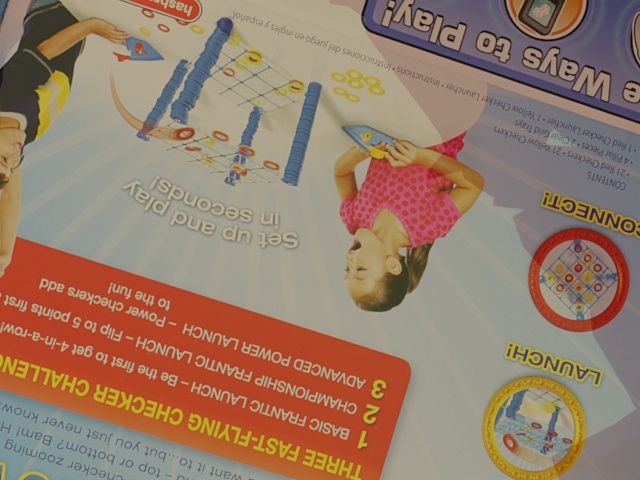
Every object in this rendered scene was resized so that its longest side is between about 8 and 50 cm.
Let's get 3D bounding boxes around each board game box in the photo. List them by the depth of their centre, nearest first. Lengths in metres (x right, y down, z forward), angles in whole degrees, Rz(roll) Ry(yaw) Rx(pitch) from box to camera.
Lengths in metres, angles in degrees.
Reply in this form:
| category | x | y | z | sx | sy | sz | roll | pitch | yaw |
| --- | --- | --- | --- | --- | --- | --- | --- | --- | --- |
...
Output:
| category | x | y | z | sx | sy | sz | roll | pitch | yaw |
| --- | --- | --- | --- | --- | --- | --- | --- | --- | --- |
| board game box | 0.000 | 0.000 | 0.716 | 0.308 | 0.086 | 0.302 | 18 | 85 | -6 |
